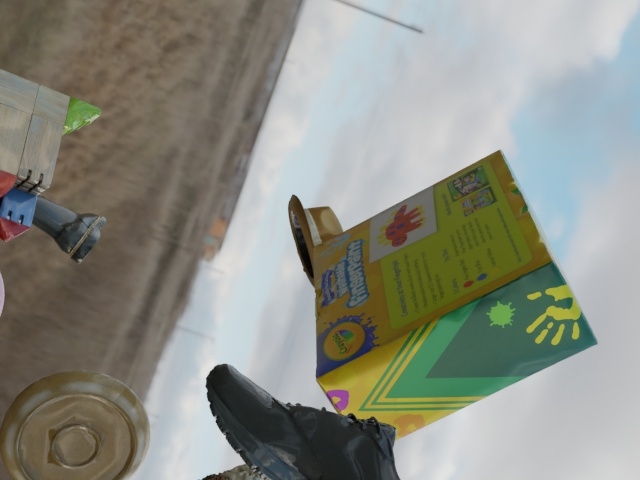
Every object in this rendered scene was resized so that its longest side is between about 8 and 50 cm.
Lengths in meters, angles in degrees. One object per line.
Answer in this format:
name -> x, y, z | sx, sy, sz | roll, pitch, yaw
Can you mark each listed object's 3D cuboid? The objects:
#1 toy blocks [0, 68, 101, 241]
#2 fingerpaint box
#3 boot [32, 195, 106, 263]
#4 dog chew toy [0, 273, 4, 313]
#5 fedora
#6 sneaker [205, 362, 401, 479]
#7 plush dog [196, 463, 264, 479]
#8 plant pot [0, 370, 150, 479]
toy blocks -> -0.511, -0.118, 1.507 | 0.191, 0.381, 0.260 | -23, -126, 51
fingerpaint box -> 0.184, 0.080, 1.732 | 0.371, 0.163, 0.445 | -28, -158, 10
boot -> -0.442, -0.043, 1.903 | 0.077, 0.137, 0.198 | -52, -165, 1
dog chew toy -> -0.670, 0.093, 1.793 | 0.332, 0.207, 0.206 | -4, 118, -62
fedora -> 0.000, 0.000, 2.086 | 0.194, 0.079, 0.194 | 162, -90, -80
sneaker -> 0.006, 0.215, 1.139 | 0.130, 0.286, 0.109 | -48, 174, -3
plush dog -> -0.094, 0.429, 1.600 | 0.210, 0.262, 0.225 | -165, -103, -69
plant pot -> -0.385, 0.318, 1.763 | 0.032, 0.236, 0.236 | -125, -126, -68
